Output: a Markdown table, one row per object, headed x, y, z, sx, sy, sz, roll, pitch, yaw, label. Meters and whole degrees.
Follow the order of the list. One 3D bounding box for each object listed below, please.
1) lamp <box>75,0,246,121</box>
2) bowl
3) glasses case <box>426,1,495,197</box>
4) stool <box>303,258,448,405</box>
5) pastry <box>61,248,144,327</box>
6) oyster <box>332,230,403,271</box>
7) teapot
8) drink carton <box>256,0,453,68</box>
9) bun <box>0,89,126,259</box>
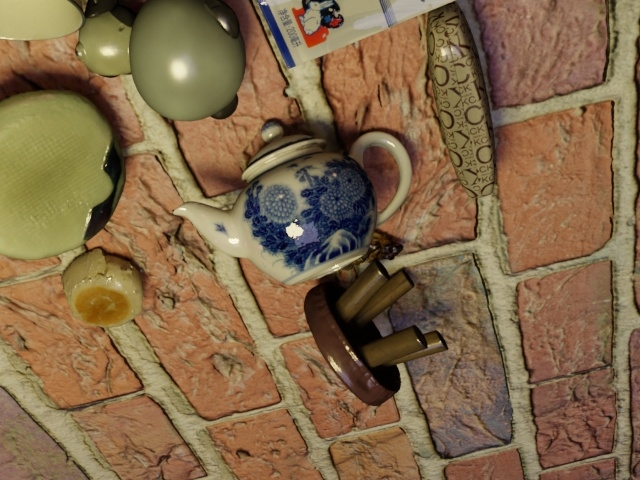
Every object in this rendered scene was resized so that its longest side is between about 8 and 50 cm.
| x | y | z | sx | sy | sz | roll | pitch | yaw | label |
| --- | --- | --- | --- | --- | --- | --- | --- | --- | --- |
| -0.231 | -0.280 | 1.124 | 0.244 | 0.198 | 0.198 | 14 | 130 | 8 | lamp |
| -0.434 | -0.363 | 1.000 | 0.237 | 0.126 | 0.238 | -1 | 174 | 0 | bowl |
| 0.236 | -0.225 | 1.251 | 0.085 | 0.137 | 0.355 | -12 | 131 | 12 | glasses case |
| 0.110 | 0.171 | 1.490 | 0.178 | 0.272 | 0.272 | -34 | 127 | 16 | stool |
| -0.421 | 0.096 | 1.471 | 0.166 | 0.088 | 0.166 | -4 | 129 | -5 | pastry |
| -0.001 | 0.002 | 1.465 | 0.345 | 0.078 | 0.129 | 9 | 120 | -12 | oyster |
| -0.037 | -0.076 | 1.293 | 0.424 | 0.280 | 0.252 | -21 | 174 | -13 | teapot |
| 0.068 | -0.385 | 1.115 | 0.315 | 0.106 | 0.130 | -21 | 132 | 8 | drink carton |
| -0.466 | -0.113 | 1.223 | 0.283 | 0.179 | 0.283 | -21 | 124 | -35 | bun |
